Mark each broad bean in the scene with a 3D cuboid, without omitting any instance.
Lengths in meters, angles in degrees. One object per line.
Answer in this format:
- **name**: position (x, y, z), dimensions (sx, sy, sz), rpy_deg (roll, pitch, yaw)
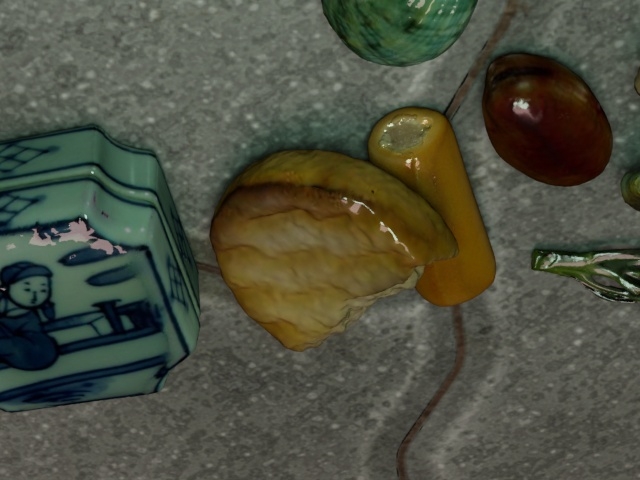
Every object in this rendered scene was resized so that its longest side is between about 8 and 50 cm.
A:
- **broad bean**: position (0.220, -0.111, 1.614), dimensions (0.114, 0.084, 0.165), rpy_deg (-5, 142, 26)

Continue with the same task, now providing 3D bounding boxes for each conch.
- **conch**: position (0.063, -0.236, 1.466), dimensions (0.176, 0.122, 0.188), rpy_deg (-1, 135, 34)

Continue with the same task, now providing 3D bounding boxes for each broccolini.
- **broccolini**: position (0.329, 0.030, 1.780), dimensions (0.203, 0.068, 0.091), rpy_deg (17, 120, 4)

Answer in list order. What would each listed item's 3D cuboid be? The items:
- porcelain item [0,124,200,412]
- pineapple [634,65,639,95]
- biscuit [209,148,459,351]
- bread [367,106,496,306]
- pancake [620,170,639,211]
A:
- **porcelain item**: position (-0.278, 0.040, 1.696), dimensions (0.282, 0.157, 0.285), rpy_deg (-8, 134, 5)
- **pineapple**: position (0.448, -0.117, 1.582), dimensions (0.310, 0.141, 0.170), rpy_deg (26, 103, -32)
- **biscuit**: position (0.001, -0.001, 1.671), dimensions (0.213, 0.091, 0.274), rpy_deg (46, 142, -15)
- **bread**: position (0.114, -0.028, 1.694), dimensions (0.093, 0.074, 0.239), rpy_deg (-10, 132, 15)
- **pancake**: position (0.415, -0.021, 1.629), dimensions (0.254, 0.037, 0.253), rpy_deg (16, 172, 2)
